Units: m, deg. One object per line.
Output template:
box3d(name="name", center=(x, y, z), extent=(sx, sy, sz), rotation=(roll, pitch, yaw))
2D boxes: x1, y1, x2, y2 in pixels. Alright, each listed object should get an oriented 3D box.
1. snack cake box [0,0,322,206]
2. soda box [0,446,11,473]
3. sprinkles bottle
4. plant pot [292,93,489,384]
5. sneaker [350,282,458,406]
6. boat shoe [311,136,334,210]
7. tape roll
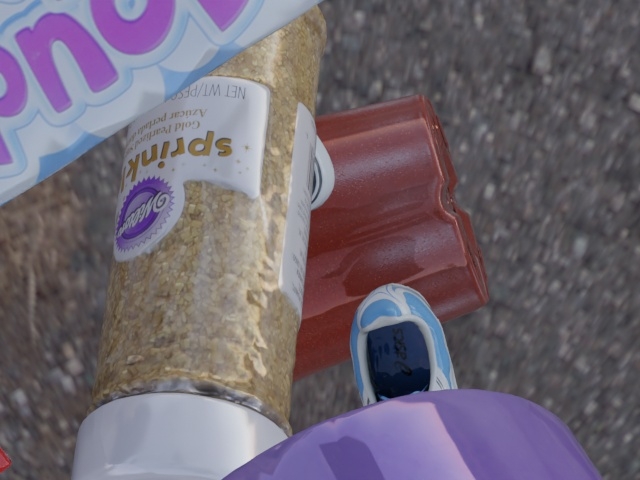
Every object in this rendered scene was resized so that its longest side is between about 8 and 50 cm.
box3d(name="snack cake box", center=(-0.107, -0.061, 0.443), extent=(0.264, 0.152, 0.089), rotation=(-32, 114, 7))
box3d(name="soda box", center=(-0.327, 0.075, 1.343), extent=(0.092, 0.083, 0.263), rotation=(-40, 111, -25))
box3d(name="sprinkles bottle", center=(-0.066, 0.006, 1.163), extent=(0.121, 0.121, 0.355), rotation=(5, 57, 0))
box3d(name="plant pot", center=(0.000, 0.000, 1.780), extent=(0.265, 0.272, 0.272), rotation=(-17, 75, 7))
box3d(name="sneaker", center=(0.077, 0.151, 1.544), extent=(0.085, 0.086, 0.237), rotation=(-16, 99, 20))
box3d(name="boat shoe", center=(-0.089, -0.091, 1.494), extent=(0.219, 0.070, 0.078), rotation=(37, 111, 9))
box3d(name="tape roll", center=(0.027, 0.145, 0.676), extent=(0.189, 0.189, 0.080), rotation=(-24, 48, -8))
